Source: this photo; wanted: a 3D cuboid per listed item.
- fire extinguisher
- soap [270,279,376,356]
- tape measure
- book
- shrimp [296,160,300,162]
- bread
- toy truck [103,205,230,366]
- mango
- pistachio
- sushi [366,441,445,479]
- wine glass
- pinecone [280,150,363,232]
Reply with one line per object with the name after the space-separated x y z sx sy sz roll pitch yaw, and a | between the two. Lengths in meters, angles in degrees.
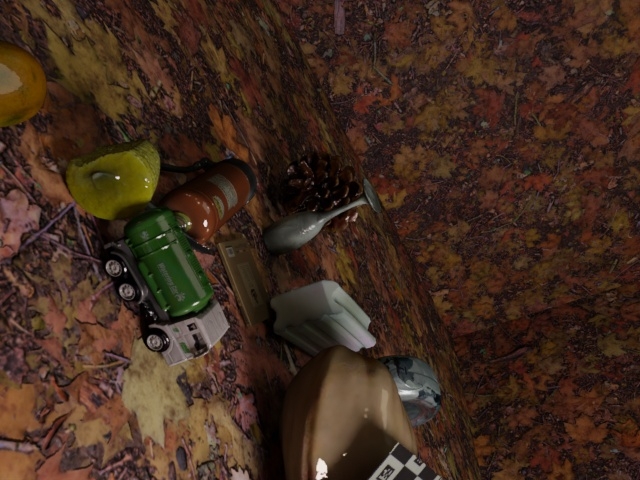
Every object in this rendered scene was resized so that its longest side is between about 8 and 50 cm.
-0.260 -0.083 1.008 0.200 0.113 0.376 22 24 0 | fire extinguisher
0.014 0.206 1.268 0.289 0.173 0.095 49 25 -55 | soap
0.204 0.428 1.438 0.275 0.256 0.147 44 29 -40 | tape measure
-0.168 0.092 1.156 0.199 0.016 0.138 69 17 3 | book
-0.045 -0.195 1.790 0.185 0.068 0.287 54 13 -46 | shrimp
-0.316 -0.098 0.797 0.114 0.129 0.111 -90 175 -60 | bread
-0.240 0.071 0.810 0.242 0.125 0.101 65 17 -11 | toy truck
-0.428 -0.199 0.647 0.111 0.089 0.163 66 26 -9 | mango
0.058 0.425 1.037 0.365 0.281 0.445 -33 120 -60 | pistachio
0.109 0.569 0.898 0.064 0.359 0.343 32 -14 48 | sushi
0.000 0.000 1.261 0.096 0.309 0.264 53 22 -36 | wine glass
-0.002 -0.154 1.527 0.264 0.264 0.264 54 22 -35 | pinecone
